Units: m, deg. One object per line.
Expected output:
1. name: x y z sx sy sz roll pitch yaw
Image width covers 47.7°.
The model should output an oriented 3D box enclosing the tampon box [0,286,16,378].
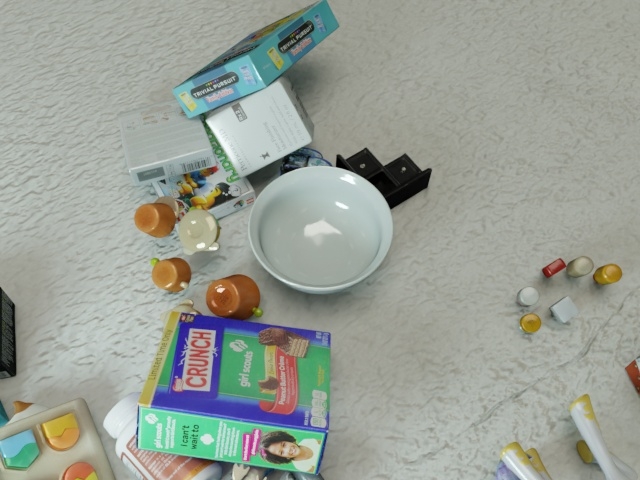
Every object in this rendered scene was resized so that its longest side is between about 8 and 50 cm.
1. tampon box: -0.675 0.187 1.422 0.120 0.101 0.161 -10 60 -7

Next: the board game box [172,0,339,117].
1. board game box: -0.144 -0.420 1.658 0.254 0.079 0.336 -11 28 40

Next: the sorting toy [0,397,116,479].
1. sorting toy: -0.473 0.396 1.269 0.208 0.038 0.193 -16 76 -42

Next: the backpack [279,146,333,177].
1. backpack: -0.030 -0.156 1.631 0.114 0.105 0.084 14 62 1

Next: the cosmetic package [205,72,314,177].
1. cosmetic package: -0.128 -0.259 1.599 0.183 0.151 0.151 -27 19 11

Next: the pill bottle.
1. pill bottle: -0.289 0.380 1.310 0.216 0.121 0.121 41 67 19

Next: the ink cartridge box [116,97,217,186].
1. ink cartridge box: -0.353 -0.230 1.647 0.189 0.066 0.232 -17 41 -9

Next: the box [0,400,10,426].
1. box: -0.648 0.290 1.282 0.100 0.244 0.060 -31 65 -17

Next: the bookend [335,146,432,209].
1. bookend: 0.142 -0.157 1.654 0.157 0.072 0.156 -30 65 -17

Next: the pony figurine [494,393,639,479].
1. pony figurine: 0.472 0.478 1.214 0.351 0.303 0.363 -24 48 -24

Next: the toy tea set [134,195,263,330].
1. toy tea set: -0.253 0.051 1.498 0.200 0.124 0.336 -24 79 14

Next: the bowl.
1. bowl: 0.000 0.000 1.526 0.298 0.134 0.298 1 60 -1

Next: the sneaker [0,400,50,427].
1. sneaker: -0.585 0.420 1.291 0.123 0.106 0.290 23 51 4

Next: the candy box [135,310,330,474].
1. candy box: -0.145 0.264 1.303 0.317 0.122 0.268 7 30 -3

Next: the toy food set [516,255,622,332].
1. toy food set: 0.500 0.104 1.520 0.232 0.104 0.111 -36 80 0

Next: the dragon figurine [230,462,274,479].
1. dragon figurine: -0.140 0.461 1.287 0.085 0.144 0.289 27 82 11

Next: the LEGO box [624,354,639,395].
1. LEGO box: 0.780 0.350 1.208 0.193 0.372 0.500 -15 61 -9

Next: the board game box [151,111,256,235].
1. board game box: -0.302 -0.174 1.664 0.193 0.053 0.305 -25 64 -15

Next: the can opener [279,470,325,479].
1. can opener: 0.036 0.499 1.273 0.280 0.093 0.074 40 66 14
